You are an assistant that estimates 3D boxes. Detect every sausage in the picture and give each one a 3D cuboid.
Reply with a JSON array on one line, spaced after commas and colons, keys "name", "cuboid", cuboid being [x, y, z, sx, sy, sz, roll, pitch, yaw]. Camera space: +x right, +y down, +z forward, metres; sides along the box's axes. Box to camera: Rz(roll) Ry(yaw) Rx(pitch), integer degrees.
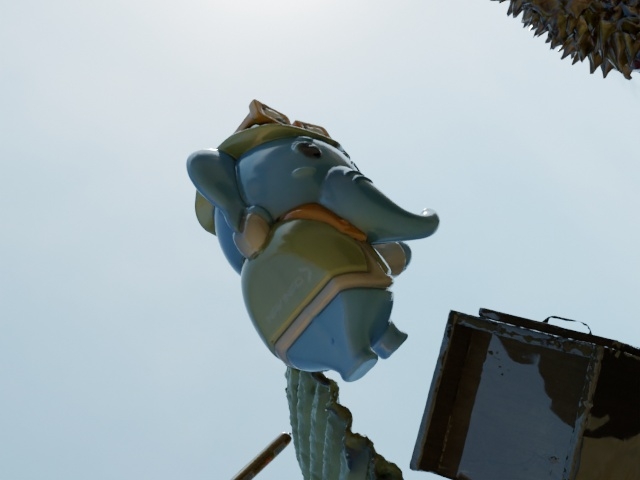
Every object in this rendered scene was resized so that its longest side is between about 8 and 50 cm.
[{"name": "sausage", "cuboid": [-0.057, 0.208, 1.229, 0.015, 0.015, 0.100, 55, -135, -4]}]

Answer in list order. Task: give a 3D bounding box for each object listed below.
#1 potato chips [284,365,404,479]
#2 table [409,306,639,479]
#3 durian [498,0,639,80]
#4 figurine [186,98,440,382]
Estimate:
[{"name": "potato chips", "cuboid": [0.027, 0.354, 1.941, 0.070, 0.429, 0.358, -19, -132, -18]}, {"name": "table", "cuboid": [0.220, 0.159, 1.211, 0.193, 0.169, 0.173, 17, -93, -48]}, {"name": "durian", "cuboid": [0.274, -0.291, 1.015, 0.384, 0.348, 0.348, -1, -120, -11]}, {"name": "figurine", "cuboid": [-0.003, 0.003, 1.085, 0.180, 0.154, 0.262, -20, -121, -31]}]
